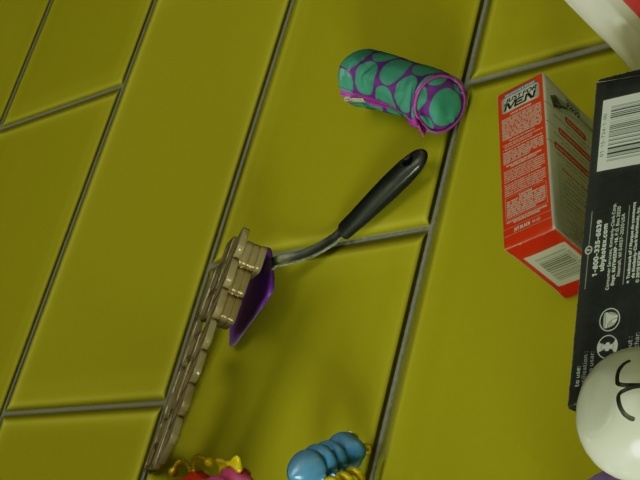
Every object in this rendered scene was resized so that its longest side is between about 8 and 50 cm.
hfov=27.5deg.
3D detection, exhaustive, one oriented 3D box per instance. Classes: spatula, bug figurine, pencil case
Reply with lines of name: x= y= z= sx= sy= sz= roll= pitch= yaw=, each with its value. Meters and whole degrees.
spatula: x=0.000 y=0.000 z=1.344 sx=0.296 sy=0.030 sz=0.084 roll=-38 pitch=32 yaw=22
bug figurine: x=-0.094 y=0.226 z=1.145 sx=0.279 sy=0.216 sz=0.072 roll=-21 pitch=85 yaw=36
pencil case: x=0.081 y=-0.153 z=1.344 sx=0.070 sy=0.064 sz=0.151 roll=-45 pitch=34 yaw=-13

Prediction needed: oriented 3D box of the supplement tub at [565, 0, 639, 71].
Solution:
supplement tub: x=0.322 y=-0.266 z=1.051 sx=0.272 sy=0.191 sz=0.191 roll=-43 pitch=38 yaw=17

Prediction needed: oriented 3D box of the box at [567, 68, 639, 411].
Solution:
box: x=0.281 y=0.010 z=0.901 sx=0.163 sy=0.142 sz=0.247 roll=-10 pitch=63 yaw=45

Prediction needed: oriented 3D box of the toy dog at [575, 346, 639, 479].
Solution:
toy dog: x=0.322 y=0.093 z=0.680 sx=0.161 sy=0.333 sz=0.220 roll=112 pitch=140 yaw=-54

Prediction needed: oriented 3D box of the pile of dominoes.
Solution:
pile of dominoes: x=-0.112 y=0.119 z=1.322 sx=0.196 sy=0.040 sz=0.251 roll=142 pitch=147 yaw=-74

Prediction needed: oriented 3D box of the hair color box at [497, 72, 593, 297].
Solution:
hair color box: x=0.197 y=-0.047 z=1.105 sx=0.053 sy=0.093 sz=0.167 roll=-25 pitch=45 yaw=35

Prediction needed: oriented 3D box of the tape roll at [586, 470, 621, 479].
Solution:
tape roll: x=0.207 y=0.225 z=0.801 sx=0.189 sy=0.189 sz=0.080 roll=-47 pitch=37 yaw=12
